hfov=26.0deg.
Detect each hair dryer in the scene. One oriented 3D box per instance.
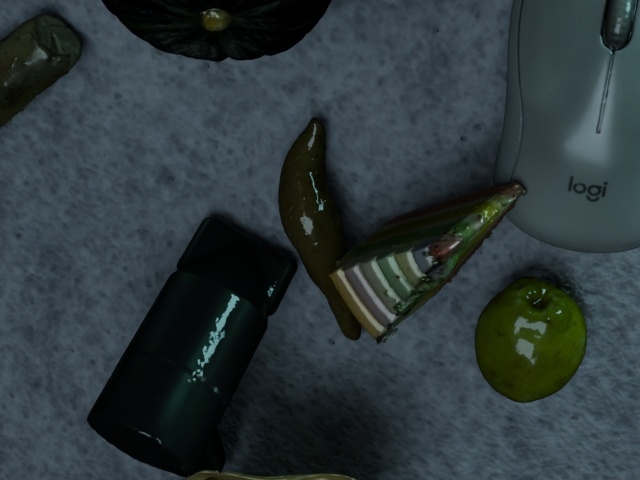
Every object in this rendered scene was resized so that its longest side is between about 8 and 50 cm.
[{"bbox_3d":[-0.116,0.143,1.442,0.116,0.244,0.302,24,155,14],"label":"hair dryer"}]

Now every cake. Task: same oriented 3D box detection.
[{"bbox_3d":[0.090,0.004,1.266,0.090,0.109,0.225,50,151,8],"label":"cake"}]

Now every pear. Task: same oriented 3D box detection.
[{"bbox_3d":[0.202,0.097,1.332,0.107,0.107,0.131,8,131,12],"label":"pear"}]

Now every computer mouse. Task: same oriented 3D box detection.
[{"bbox_3d":[0.239,-0.114,1.196,0.184,0.121,0.297,15,122,9],"label":"computer mouse"}]

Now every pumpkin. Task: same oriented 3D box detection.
[{"bbox_3d":[-0.089,-0.248,1.172,0.220,0.162,0.220,-2,155,-1],"label":"pumpkin"}]

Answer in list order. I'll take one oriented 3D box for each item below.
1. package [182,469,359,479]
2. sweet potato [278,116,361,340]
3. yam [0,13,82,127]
[{"bbox_3d":[-0.063,0.312,1.431,0.221,0.311,0.165,-31,68,-9],"label":"package"},{"bbox_3d":[0.000,0.003,1.357,0.059,0.069,0.249,-4,117,24],"label":"sweet potato"},{"bbox_3d":[-0.366,-0.125,1.396,0.317,0.067,0.071,-32,76,29],"label":"yam"}]
